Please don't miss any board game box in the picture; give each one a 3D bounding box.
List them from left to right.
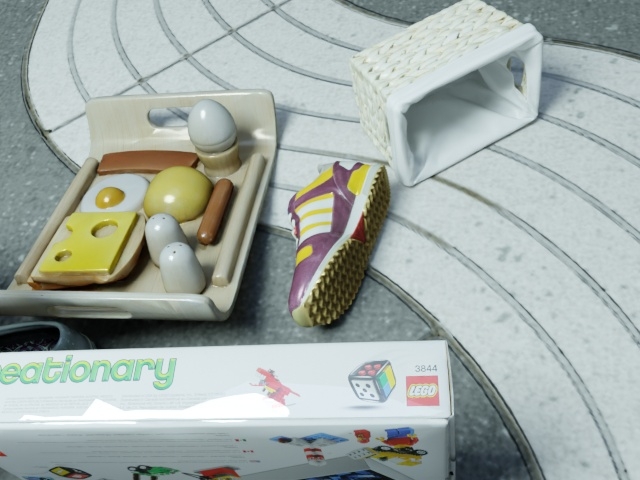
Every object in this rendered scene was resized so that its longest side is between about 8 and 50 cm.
[{"bbox_3d":[-0.064,0.137,0.475,0.306,0.193,0.053,-3,55,8],"label":"board game box"}]

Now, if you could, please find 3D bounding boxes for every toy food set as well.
[{"bbox_3d":[-0.174,-0.048,0.665,0.220,0.092,0.306,0,42,10],"label":"toy food set"}]

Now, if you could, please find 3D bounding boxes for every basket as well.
[{"bbox_3d":[0.123,-0.153,0.702,0.167,0.113,0.103,-28,50,-10],"label":"basket"}]

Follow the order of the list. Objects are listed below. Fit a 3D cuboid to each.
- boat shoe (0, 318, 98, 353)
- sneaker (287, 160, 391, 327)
[{"bbox_3d":[-0.314,0.112,0.608,0.228,0.081,0.079,-13,53,1],"label":"boat shoe"},{"bbox_3d":[0.000,0.000,0.647,0.084,0.069,0.185,9,50,27],"label":"sneaker"}]
